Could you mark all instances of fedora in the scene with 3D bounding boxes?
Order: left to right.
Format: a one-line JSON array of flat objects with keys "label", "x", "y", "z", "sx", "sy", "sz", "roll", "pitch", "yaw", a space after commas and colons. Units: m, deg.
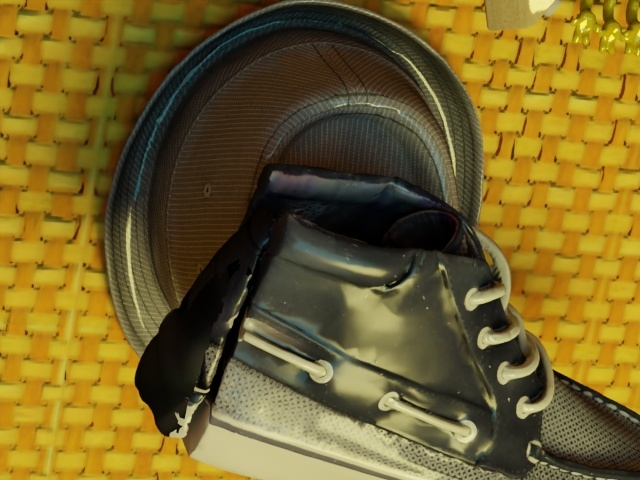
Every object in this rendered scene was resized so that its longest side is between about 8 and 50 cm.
[{"label": "fedora", "x": 0.000, "y": 0.000, "z": 1.140, "sx": 0.244, "sy": 0.124, "sz": 0.275, "roll": 5, "pitch": 109, "yaw": -20}]

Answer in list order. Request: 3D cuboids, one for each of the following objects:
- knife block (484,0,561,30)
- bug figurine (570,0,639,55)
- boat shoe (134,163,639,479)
[{"label": "knife block", "x": 0.106, "y": -0.291, "z": 1.062, "sx": 0.242, "sy": 0.088, "sz": 0.275, "roll": 38, "pitch": 110, "yaw": -2}, {"label": "bug figurine", "x": 0.266, "y": -0.205, "z": 1.176, "sx": 0.216, "sy": 0.072, "sz": 0.279, "roll": 14, "pitch": 111, "yaw": -16}, {"label": "boat shoe", "x": 0.083, "y": 0.068, "z": 1.051, "sx": 0.340, "sy": 0.127, "sz": 0.158, "roll": 13, "pitch": 121, "yaw": -24}]
